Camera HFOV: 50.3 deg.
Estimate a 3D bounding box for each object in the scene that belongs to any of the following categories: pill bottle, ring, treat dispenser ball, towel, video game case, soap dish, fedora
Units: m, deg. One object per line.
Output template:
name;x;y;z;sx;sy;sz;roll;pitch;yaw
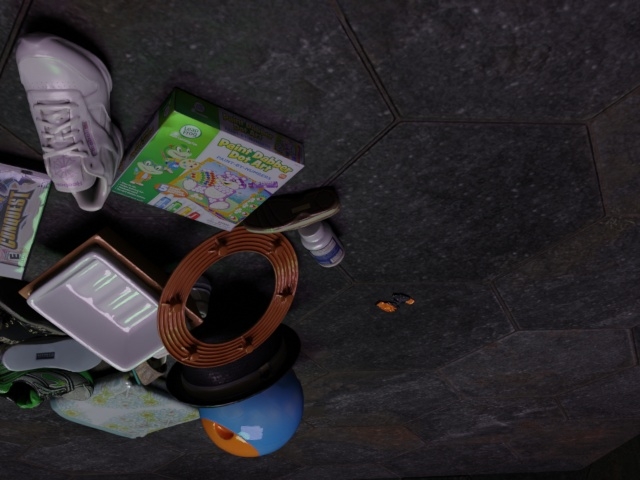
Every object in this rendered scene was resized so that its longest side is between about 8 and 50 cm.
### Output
pill bottle;0.000;0.000;1.387;0.067;0.067;0.120;-15;146;16
ring;-0.176;0.123;1.401;0.337;0.032;0.336;-22;129;-30
treat dispenser ball;-0.188;0.442;1.868;0.288;0.288;0.288;-3;148;-2
towel;-0.585;0.506;2.117;0.321;0.090;0.374;-23;143;23
video game case;-0.627;-0.051;1.203;0.248;0.035;0.274;14;129;-26
soap dish;-0.420;0.120;1.396;0.229;0.118;0.291;-33;121;19
fedora;-0.218;0.240;1.606;0.334;0.334;0.152;-9;114;8

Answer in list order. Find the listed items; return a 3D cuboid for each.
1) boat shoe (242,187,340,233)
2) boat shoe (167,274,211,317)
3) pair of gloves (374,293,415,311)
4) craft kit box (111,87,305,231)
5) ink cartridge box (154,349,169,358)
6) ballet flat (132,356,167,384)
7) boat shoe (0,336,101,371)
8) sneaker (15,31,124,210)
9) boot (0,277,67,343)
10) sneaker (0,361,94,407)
boat shoe;-0.053;-0.045;1.316;0.190;0.068;0.072;-10;159;9
boat shoe;-0.397;0.141;1.542;0.302;0.094;0.109;-9;148;8
pair of gloves;0.187;0.157;1.712;0.074;0.010;0.083;24;138;-37
craft kit box;-0.198;-0.126;1.179;0.250;0.061;0.247;19;139;-33
ink cartridge box;-0.406;0.224;1.678;0.092;0.089;0.143;-23;145;27
ballet flat;-0.463;0.286;1.784;0.106;0.107;0.316;-19;156;-11
boat shoe;-0.692;0.282;1.755;0.258;0.095;0.084;13;-178;-42
sneaker;-0.360;-0.165;1.006;0.114;0.152;0.305;-2;147;2
boot;-0.710;0.173;1.569;0.179;0.085;0.236;-14;147;20
sneaker;-0.753;0.393;1.823;0.134;0.146;0.343;-38;145;17
